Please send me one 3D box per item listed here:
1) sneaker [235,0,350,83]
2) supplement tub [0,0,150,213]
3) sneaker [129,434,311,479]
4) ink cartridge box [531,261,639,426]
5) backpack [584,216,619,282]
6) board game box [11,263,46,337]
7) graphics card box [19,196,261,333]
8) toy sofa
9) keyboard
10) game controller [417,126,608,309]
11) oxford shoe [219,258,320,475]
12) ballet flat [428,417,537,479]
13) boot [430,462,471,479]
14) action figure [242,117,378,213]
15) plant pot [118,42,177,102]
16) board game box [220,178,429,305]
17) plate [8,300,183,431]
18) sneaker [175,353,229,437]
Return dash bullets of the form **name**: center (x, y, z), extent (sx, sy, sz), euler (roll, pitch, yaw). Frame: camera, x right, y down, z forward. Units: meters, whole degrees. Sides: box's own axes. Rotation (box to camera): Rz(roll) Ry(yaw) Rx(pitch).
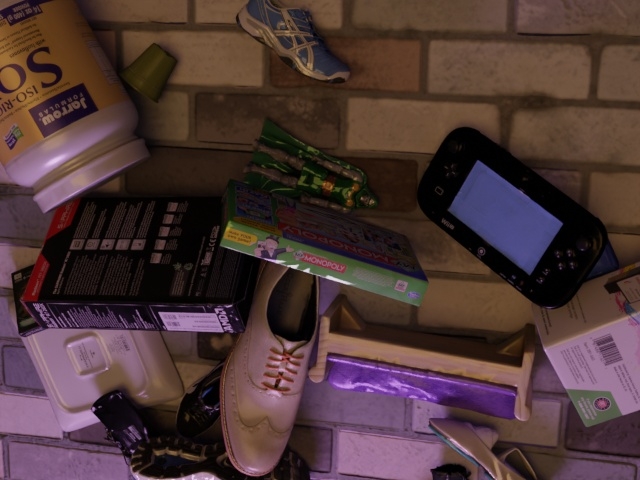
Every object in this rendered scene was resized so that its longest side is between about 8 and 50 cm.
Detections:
- **sneaker**: center (-0.036, -0.330, 1.581), extent (0.211, 0.080, 0.081), euler (36, 111, 1)
- **supplement tub**: center (-0.451, -0.236, 1.614), extent (0.241, 0.241, 0.331), euler (-28, 96, 17)
- **sneaker**: center (-0.179, 0.445, 1.794), extent (0.330, 0.129, 0.147), euler (6, 130, 4)
- **ink cartridge box**: center (0.502, 0.148, 1.522), extent (0.278, 0.117, 0.201), euler (-23, 122, 17)
- **backpack**: center (0.401, 0.025, 1.559), extent (0.120, 0.101, 0.098), euler (-23, 90, 20)
- **board game box**: center (-0.477, 0.089, 1.781), extent (0.186, 0.026, 0.126), euler (-20, 68, 17)
- **graphics card box**: center (-0.289, 0.036, 1.650), extent (0.371, 0.232, 0.094), euler (-1, 141, 13)
- **toy sofa**: center (0.173, 0.215, 1.630), extent (0.363, 0.150, 0.177), euler (9, 104, 10)
- **keyboard**: center (-0.355, 0.356, 1.834), extent (0.100, 0.038, 0.192), euler (-29, 113, 16)
- **game controller**: center (0.292, -0.038, 1.530), extent (0.319, 0.067, 0.166), euler (42, 109, 28)
- **oxford shoe**: center (-0.082, 0.200, 1.623), extent (0.141, 0.146, 0.397), euler (8, 88, -13)
- **ballet flat**: center (0.296, 0.373, 1.686), extent (0.248, 0.086, 0.086), euler (44, 108, -2)
- **boot**: center (0.208, 0.449, 1.733), extent (0.121, 0.045, 0.099), euler (-2, 105, 6)
- **action figure**: center (-0.010, -0.103, 1.644), extent (0.232, 0.063, 0.137), euler (20, 104, 4)
- **plant pot**: center (-0.285, -0.289, 1.655), extent (0.083, 0.083, 0.079), euler (39, 95, 1)
- **board game box**: center (0.000, 0.000, 1.538), extent (0.317, 0.213, 0.046), euler (18, 107, -11)
- **plate**: center (-0.427, 0.208, 1.820), extent (0.278, 0.045, 0.277), euler (-19, 98, 16)
- **sneaker**: center (-0.206, 0.287, 1.748), extent (0.079, 0.121, 0.217), euler (41, 108, 2)
